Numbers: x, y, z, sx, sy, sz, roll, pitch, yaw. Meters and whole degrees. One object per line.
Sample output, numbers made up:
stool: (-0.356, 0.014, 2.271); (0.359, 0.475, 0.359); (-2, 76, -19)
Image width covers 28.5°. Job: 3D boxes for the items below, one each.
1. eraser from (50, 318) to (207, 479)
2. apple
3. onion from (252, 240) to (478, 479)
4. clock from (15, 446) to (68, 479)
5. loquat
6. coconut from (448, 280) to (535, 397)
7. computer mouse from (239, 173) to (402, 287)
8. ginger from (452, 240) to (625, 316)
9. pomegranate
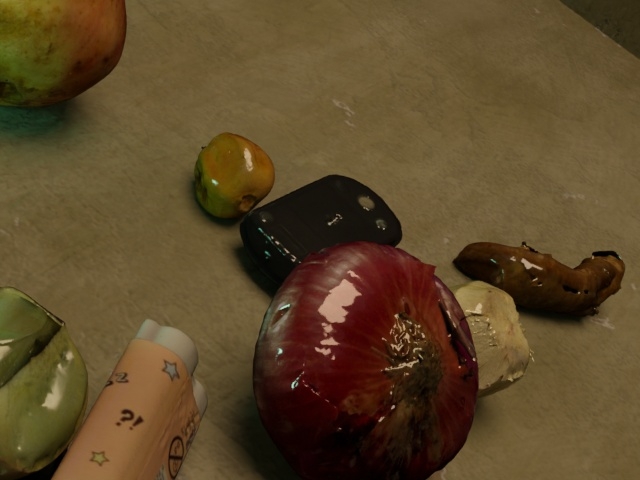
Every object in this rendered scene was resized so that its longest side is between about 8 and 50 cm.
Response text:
eraser: (-0.216, 0.244, 1.464); (0.087, 0.171, 0.290); (3, 34, 14)
apple: (-0.355, 0.158, 1.352); (0.207, 0.174, 0.188); (52, 48, -17)
onion: (0.040, 0.175, 1.684); (0.348, 0.285, 0.347); (4, 85, -41)
clock: (-0.447, 0.212, 1.422); (0.325, 0.067, 0.325); (20, 36, -15)
loquat: (-0.140, -0.104, 1.977); (0.113, 0.137, 0.137); (6, 40, -52)
coconut: (0.204, 0.153, 1.873); (0.194, 0.194, 0.194); (19, 37, -15)
computer mouse: (0.000, 0.000, 1.969); (0.170, 0.100, 0.269); (43, 42, 22)
ginger: (0.393, 0.063, 2.172); (0.309, 0.107, 0.133); (6, 56, -25)
pomegranate: (-0.452, -0.365, 1.891); (0.338, 0.338, 0.338); (19, 37, -15)
